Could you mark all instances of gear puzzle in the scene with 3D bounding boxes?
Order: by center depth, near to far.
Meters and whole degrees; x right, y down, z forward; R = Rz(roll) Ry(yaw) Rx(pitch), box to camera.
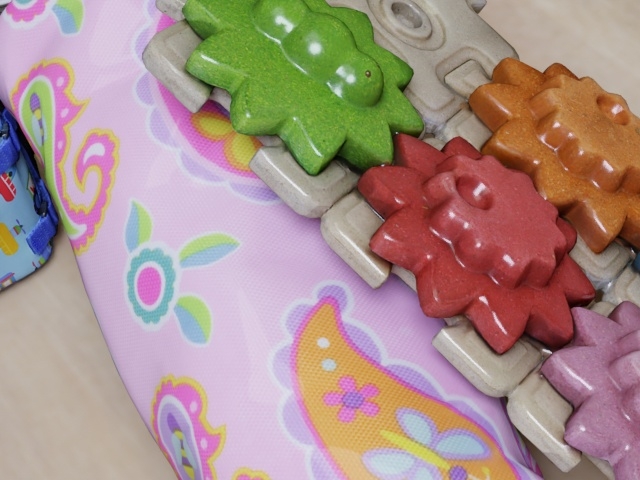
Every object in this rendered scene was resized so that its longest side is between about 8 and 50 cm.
[{"bbox_3d":[0.042,-0.053,0.583,0.339,0.044,0.175,44,38,7],"label":"gear puzzle"}]

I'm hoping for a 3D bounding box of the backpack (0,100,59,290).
[{"bbox_3d":[-0.198,-0.045,0.665,0.158,0.173,0.117,-30,53,-13],"label":"backpack"}]

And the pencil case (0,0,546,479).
[{"bbox_3d":[-0.023,0.013,0.599,0.124,0.124,0.284,-24,62,-7],"label":"pencil case"}]

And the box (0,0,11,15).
[{"bbox_3d":[-0.261,-0.099,0.744,0.324,0.063,0.067,-16,91,-12],"label":"box"}]
